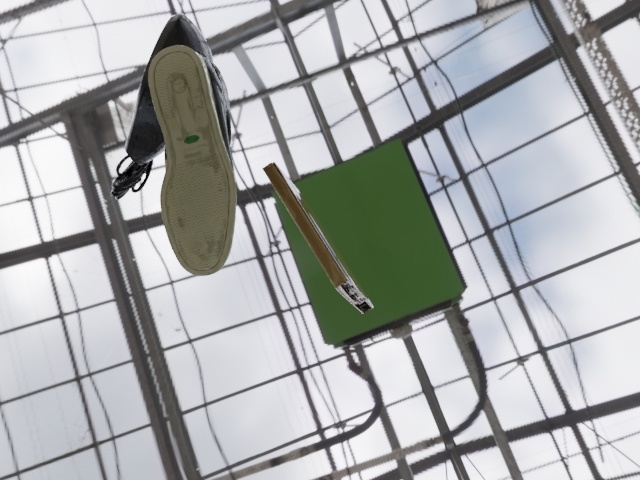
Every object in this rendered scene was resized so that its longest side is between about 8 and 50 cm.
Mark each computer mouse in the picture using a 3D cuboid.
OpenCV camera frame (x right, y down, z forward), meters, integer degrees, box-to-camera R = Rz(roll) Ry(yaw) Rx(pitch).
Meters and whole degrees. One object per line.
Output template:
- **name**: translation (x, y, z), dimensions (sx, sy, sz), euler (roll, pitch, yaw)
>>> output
- **computer mouse**: translation (-0.188, -0.170, 0.790), dimensions (0.072, 0.272, 0.189), euler (25, -121, -13)

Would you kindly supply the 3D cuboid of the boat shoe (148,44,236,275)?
- **boat shoe**: translation (-0.123, -0.081, 0.655), dimensions (0.084, 0.079, 0.233), euler (-5, -86, 10)

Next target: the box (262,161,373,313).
- **box**: translation (0.000, 0.000, 0.859), dimensions (0.021, 0.164, 0.201), euler (-34, -114, 4)
